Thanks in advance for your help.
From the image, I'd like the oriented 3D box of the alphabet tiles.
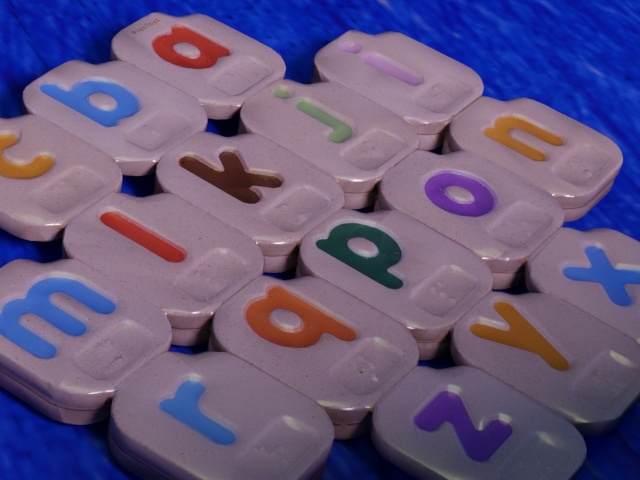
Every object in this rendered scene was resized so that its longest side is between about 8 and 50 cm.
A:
[{"bbox_3d":[0.000,0.000,0.707,0.278,0.021,0.284,29,41,20],"label":"alphabet tiles"}]
